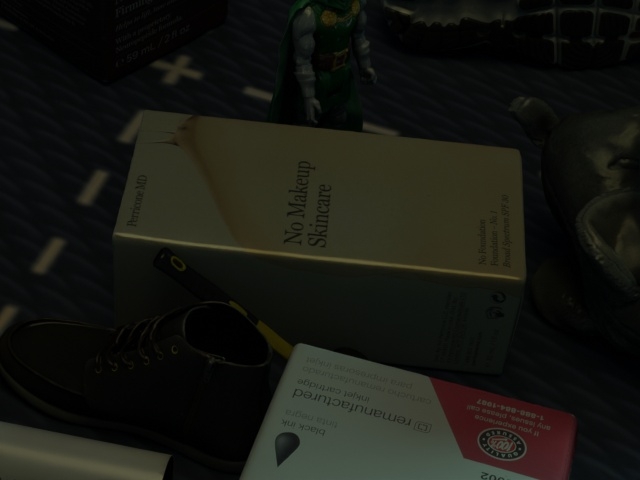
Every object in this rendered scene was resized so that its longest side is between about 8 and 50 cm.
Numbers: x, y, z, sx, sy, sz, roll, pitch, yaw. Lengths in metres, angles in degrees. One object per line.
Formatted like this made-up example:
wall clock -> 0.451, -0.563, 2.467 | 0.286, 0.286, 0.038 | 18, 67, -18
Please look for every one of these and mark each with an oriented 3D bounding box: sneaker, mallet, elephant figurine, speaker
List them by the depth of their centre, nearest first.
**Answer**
speaker -> -0.171, 0.162, 1.033 | 0.136, 0.055, 0.055 | 10, 43, 4
sneaker -> -0.132, 0.078, 1.081 | 0.222, 0.118, 0.083 | 17, 44, 11
mallet -> -0.047, 0.074, 1.101 | 0.189, 0.039, 0.062 | 32, 48, -16
elephant figurine -> 0.248, 0.016, 1.185 | 0.186, 0.169, 0.239 | -6, 53, 29
sneaker -> 0.199, -0.248, 1.487 | 0.279, 0.107, 0.118 | 7, 34, -2

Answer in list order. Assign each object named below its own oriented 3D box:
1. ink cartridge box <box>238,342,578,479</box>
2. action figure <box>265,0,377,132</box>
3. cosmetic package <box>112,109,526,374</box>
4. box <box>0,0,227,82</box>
ink cartridge box -> 0.036, 0.222, 0.949 | 0.207, 0.117, 0.283 | 14, 43, 8
action figure -> 0.002, -0.135, 1.242 | 0.063, 0.232, 0.137 | 36, 51, 27
cosmetic package -> 0.000, 0.000, 1.187 | 0.309, 0.113, 0.160 | 6, 44, -2
box -> -0.198, -0.294, 1.408 | 0.167, 0.203, 0.168 | 35, 51, 26
